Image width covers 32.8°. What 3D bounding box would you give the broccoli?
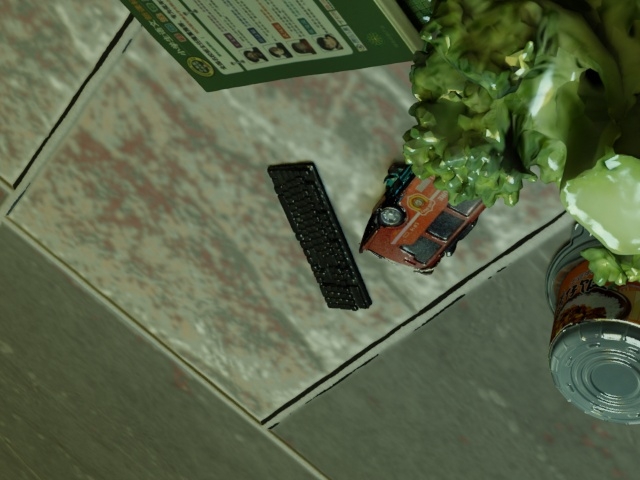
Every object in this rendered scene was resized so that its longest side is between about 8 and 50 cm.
[{"bbox_3d":[0.243,-0.102,0.799,0.277,0.318,0.338,-44,68,43],"label":"broccoli"}]

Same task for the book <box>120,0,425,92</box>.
[{"bbox_3d":[-0.066,-0.215,0.949,0.264,0.027,0.202,-2,145,41],"label":"book"}]

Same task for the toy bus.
[{"bbox_3d":[0.122,-0.058,1.035,0.096,0.073,0.235,29,135,-6],"label":"toy bus"}]

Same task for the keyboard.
[{"bbox_3d":[0.000,0.000,1.186,0.060,0.018,0.195,-2,126,33],"label":"keyboard"}]

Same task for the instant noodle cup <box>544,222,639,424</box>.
[{"bbox_3d":[0.289,0.092,1.032,0.208,0.125,0.178,45,134,-13],"label":"instant noodle cup"}]

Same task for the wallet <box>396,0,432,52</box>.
[{"bbox_3d":[0.016,-0.255,0.932,0.236,0.055,0.160,21,139,5],"label":"wallet"}]
